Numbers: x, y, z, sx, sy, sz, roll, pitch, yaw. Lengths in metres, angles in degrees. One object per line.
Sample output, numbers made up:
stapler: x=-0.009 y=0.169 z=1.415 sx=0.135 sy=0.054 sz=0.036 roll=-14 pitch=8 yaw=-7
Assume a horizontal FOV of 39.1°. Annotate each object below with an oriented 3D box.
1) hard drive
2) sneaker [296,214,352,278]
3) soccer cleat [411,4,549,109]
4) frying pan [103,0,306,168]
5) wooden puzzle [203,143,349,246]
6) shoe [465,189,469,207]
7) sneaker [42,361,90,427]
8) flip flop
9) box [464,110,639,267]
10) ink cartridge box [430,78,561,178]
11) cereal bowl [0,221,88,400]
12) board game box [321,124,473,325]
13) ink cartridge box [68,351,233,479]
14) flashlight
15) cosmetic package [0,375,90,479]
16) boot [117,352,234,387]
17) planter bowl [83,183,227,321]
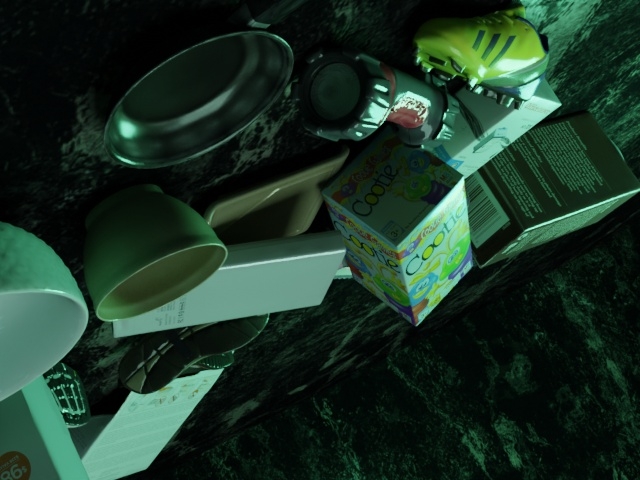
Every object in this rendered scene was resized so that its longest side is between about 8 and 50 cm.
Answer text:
hard drive: x=-0.134 y=0.063 z=1.244 sx=0.307 sy=0.040 sz=0.203 roll=-9 pitch=157 yaw=-16
sneaker: x=0.000 y=0.000 z=1.451 sx=0.319 sy=0.112 sz=0.131 roll=-15 pitch=138 yaw=-44
soccer cleat: x=0.200 y=-0.240 z=1.098 sx=0.289 sy=0.093 sz=0.121 roll=4 pitch=112 yaw=-57
frying pan: x=-0.095 y=-0.168 z=0.796 sx=0.197 sy=0.053 sz=0.326 roll=-21 pitch=160 yaw=-31
wooden puzzle: x=-0.083 y=-0.038 z=1.257 sx=0.238 sy=0.044 sz=0.221 roll=-28 pitch=165 yaw=-26
shoe: x=0.165 y=-0.055 z=1.540 sx=0.081 sy=0.063 sz=0.178 roll=-16 pitch=-176 yaw=-36
sneaker: x=-0.471 y=0.255 z=1.368 sx=0.121 sy=0.111 sz=0.300 roll=-26 pitch=162 yaw=23
flip flop: x=-0.218 y=0.165 z=1.542 sx=0.277 sy=0.112 sz=0.080 roll=-33 pitch=-170 yaw=2
box: x=0.398 y=-0.103 z=1.655 sx=0.381 sy=0.191 sz=0.143 roll=-17 pitch=160 yaw=-37
ink cartridge box: x=0.238 y=-0.178 z=1.325 sx=0.190 sy=0.082 sz=0.139 roll=-37 pitch=163 yaw=28
cereal bowl: x=-0.400 y=0.079 z=0.840 sx=0.339 sy=0.141 sz=0.339 roll=-29 pitch=164 yaw=-9
board game box: x=0.122 y=-0.014 z=1.329 sx=0.144 sy=0.142 sz=0.275 roll=-46 pitch=153 yaw=-12
ink cartridge box: x=-0.391 y=0.360 z=1.916 sx=0.385 sy=0.091 sz=0.308 roll=-54 pitch=157 yaw=16
flashlight: x=0.079 y=-0.154 z=1.064 sx=0.103 sy=0.103 sz=0.304 roll=-35 pitch=164 yaw=22
cosmetic package: x=-0.491 y=0.297 z=1.087 sx=0.377 sy=0.284 sz=0.097 roll=-31 pitch=165 yaw=0
boot: x=-0.274 y=0.233 z=1.709 sx=0.137 sy=0.077 sz=0.198 roll=-35 pitch=152 yaw=31
planter bowl: x=-0.202 y=0.004 z=1.029 sx=0.162 sy=0.109 sz=0.162 roll=-28 pitch=165 yaw=-8
